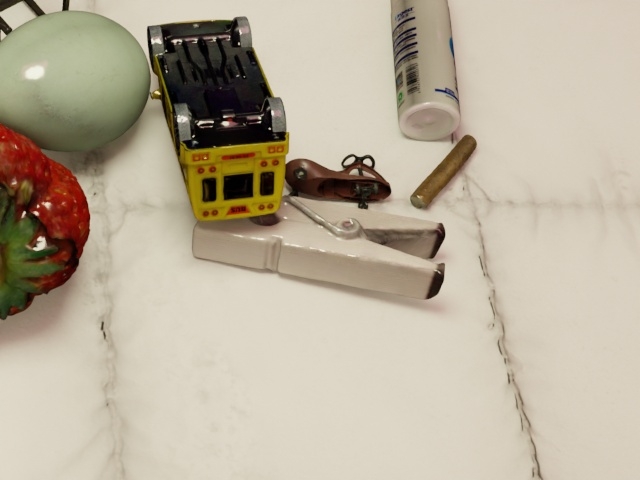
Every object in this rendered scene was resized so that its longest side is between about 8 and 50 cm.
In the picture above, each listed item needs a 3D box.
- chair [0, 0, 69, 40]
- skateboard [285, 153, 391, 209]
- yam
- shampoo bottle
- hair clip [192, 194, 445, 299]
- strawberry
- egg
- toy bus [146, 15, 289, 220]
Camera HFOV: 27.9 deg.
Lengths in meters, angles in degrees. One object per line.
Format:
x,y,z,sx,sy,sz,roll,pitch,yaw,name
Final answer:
-0.463,-0.358,1.782,0.141,0.154,0.260,-34,74,-28,chair
0.022,-0.086,1.772,0.151,0.067,0.080,6,48,-15,skateboard
0.176,-0.098,1.822,0.032,0.032,0.145,35,57,10,yam
0.151,-0.294,1.904,0.092,0.092,0.303,5,57,-9,shampoo bottle
0.000,-0.003,1.694,0.331,0.085,0.101,12,55,-3,hair clip
-0.421,-0.034,1.556,0.238,0.250,0.288,-39,44,3,strawberry
-0.330,-0.205,1.671,0.183,0.183,0.264,40,27,14,egg
-0.141,-0.170,1.696,0.145,0.151,0.331,-7,37,-11,toy bus
